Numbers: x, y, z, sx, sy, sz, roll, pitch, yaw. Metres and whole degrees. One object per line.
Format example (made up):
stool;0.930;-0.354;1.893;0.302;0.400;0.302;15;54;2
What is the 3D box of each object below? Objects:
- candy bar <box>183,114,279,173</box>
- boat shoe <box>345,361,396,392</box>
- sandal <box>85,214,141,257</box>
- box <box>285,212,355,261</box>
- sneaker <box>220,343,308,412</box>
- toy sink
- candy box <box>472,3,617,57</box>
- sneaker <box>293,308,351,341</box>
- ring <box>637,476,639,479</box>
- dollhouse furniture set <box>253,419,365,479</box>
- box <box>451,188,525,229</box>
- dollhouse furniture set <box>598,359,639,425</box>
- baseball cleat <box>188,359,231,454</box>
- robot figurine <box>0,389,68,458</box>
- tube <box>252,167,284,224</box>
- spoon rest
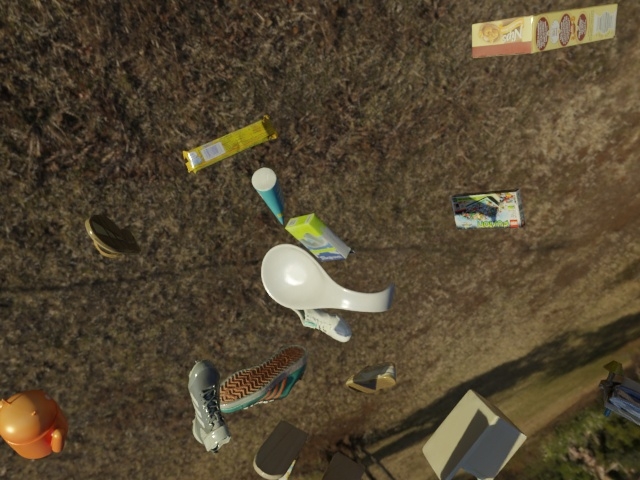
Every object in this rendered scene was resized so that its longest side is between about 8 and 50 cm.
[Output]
candy bar;-0.139;-0.152;0.747;0.162;0.040;0.018;-30;-165;-22
boat shoe;0.136;0.357;1.249;0.063;0.059;0.170;39;138;-22
sandal;-0.397;0.003;0.902;0.049;0.072;0.180;-27;172;-4
box;0.000;0.000;1.316;0.178;0.109;0.042;43;60;-28
sneaker;-0.152;0.406;1.318;0.302;0.108;0.120;-21;123;-38
toy sink;0.428;0.572;1.334;0.234;0.131;0.153;-52;-166;2
candy box;0.565;-0.529;1.203;0.317;0.183;0.087;-18;113;-25
sneaker;-0.007;0.248;1.453;0.094;0.212;0.080;-17;134;-53
ring;0.802;0.624;0.969;0.032;0.336;0.336;33;110;-28
dollhouse furniture set;-0.017;0.640;0.916;0.256;0.395;0.361;-35;147;-64
box;0.511;-0.092;1.460;0.036;0.207;0.113;-28;109;-42
dollhouse furniture set;0.720;0.316;0.937;0.287;0.304;0.197;12;103;-54
baseball cleat;-0.219;0.344;0.975;0.072;0.110;0.205;-20;123;-38
robot figurine;-0.694;0.446;1.156;0.128;0.158;0.219;-18;143;-23
tube;-0.106;-0.101;1.088;0.052;0.080;0.207;3;166;7
spoon rest;0.004;0.087;0.949;0.084;0.277;0.137;-34;133;-66
